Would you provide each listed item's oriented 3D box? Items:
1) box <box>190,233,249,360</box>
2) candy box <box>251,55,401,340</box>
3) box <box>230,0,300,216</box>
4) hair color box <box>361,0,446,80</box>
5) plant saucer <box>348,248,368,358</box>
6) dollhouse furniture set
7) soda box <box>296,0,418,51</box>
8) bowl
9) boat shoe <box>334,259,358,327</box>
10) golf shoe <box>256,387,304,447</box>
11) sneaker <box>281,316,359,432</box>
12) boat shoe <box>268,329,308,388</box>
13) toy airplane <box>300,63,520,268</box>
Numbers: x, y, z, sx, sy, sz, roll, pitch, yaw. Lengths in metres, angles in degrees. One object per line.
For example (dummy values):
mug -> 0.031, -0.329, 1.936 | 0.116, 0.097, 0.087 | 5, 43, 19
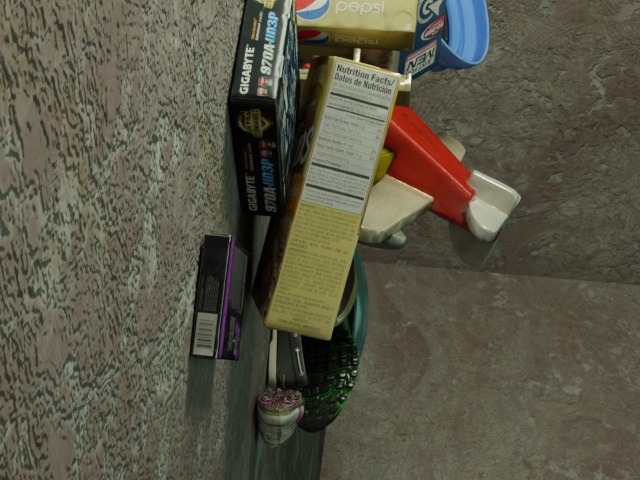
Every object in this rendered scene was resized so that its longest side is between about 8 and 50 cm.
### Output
box -> -0.096, 0.059, 1.171 | 0.162, 0.029, 0.116 | 58, 38, -82
candy box -> 0.001, -0.058, 1.425 | 0.183, 0.087, 0.316 | -134, -122, -77
box -> -0.057, -0.156, 1.317 | 0.220, 0.051, 0.175 | 89, 7, -59
hair color box -> 0.082, -0.397, 1.620 | 0.105, 0.174, 0.347 | -35, 143, -36
plant saucer -> 0.030, 0.141, 2.303 | 0.317, 0.043, 0.318 | -175, -90, -72
dollhouse furniture set -> 0.036, -0.216, 1.671 | 0.161, 0.182, 0.101 | 86, 9, -65
soda box -> 0.021, -0.261, 1.377 | 0.058, 0.181, 0.061 | 80, 15, -75
bowl -> 0.160, -0.461, 1.969 | 0.391, 0.077, 0.391 | 40, 40, -45
boat shoe -> 0.000, 0.000, 2.062 | 0.123, 0.123, 0.342 | 68, 24, -44
golf shoe -> -0.058, 0.260, 1.730 | 0.186, 0.067, 0.086 | 61, 36, -84
sneaker -> 0.004, 0.200, 2.106 | 0.343, 0.134, 0.146 | -82, 176, -45
boat shoe -> -0.040, 0.128, 1.844 | 0.075, 0.065, 0.206 | 76, 19, -78
toy airplane -> 0.131, -0.094, 1.940 | 0.272, 0.386, 0.384 | -43, -135, 29
